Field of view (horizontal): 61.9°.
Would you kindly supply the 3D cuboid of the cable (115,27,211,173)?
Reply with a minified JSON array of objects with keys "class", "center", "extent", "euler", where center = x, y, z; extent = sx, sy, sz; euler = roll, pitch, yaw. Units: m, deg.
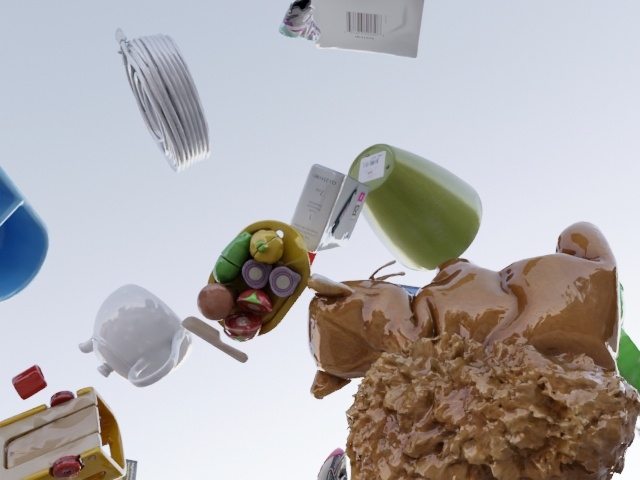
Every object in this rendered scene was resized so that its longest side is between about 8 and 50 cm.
[{"class":"cable","center":[-0.294,-0.263,1.030],"extent":[0.089,0.257,0.257],"euler":[-24,-44,-19]}]

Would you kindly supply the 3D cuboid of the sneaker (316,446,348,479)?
[{"class":"sneaker","center":[0.061,0.730,1.498],"extent":[0.112,0.298,0.121],"euler":[0,5,31]}]

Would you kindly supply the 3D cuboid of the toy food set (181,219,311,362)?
[{"class":"toy food set","center":[-0.106,0.071,0.735],"extent":[0.217,0.128,0.071],"euler":[-55,-10,8]}]

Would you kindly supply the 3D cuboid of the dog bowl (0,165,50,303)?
[{"class":"dog bowl","center":[-0.452,-0.019,0.683],"extent":[0.074,0.165,0.297],"euler":[24,-28,12]}]

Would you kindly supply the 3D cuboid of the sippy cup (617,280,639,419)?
[{"class":"sippy cup","center":[0.418,0.184,0.920],"extent":[0.240,0.305,0.224],"euler":[-22,-61,24]}]

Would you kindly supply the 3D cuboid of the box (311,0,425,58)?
[{"class":"box","center":[0.119,-0.564,1.069],"extent":[0.215,0.344,0.168],"euler":[10,-20,8]}]

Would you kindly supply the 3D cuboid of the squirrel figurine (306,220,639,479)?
[{"class":"squirrel figurine","center":[0.147,0.144,0.651],"extent":[0.371,0.397,0.280],"euler":[7,-66,13]}]

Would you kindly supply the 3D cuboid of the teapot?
[{"class":"teapot","center":[-0.427,0.237,1.222],"extent":[0.253,0.187,0.256],"euler":[37,-31,6]}]

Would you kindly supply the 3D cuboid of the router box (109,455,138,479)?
[{"class":"router box","center":[-0.422,0.503,1.009],"extent":[0.046,0.178,0.133],"euler":[-29,-42,28]}]

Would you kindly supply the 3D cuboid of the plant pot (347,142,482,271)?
[{"class":"plant pot","center":[0.205,-0.105,1.319],"extent":[0.275,0.274,0.294],"euler":[-41,-48,18]}]

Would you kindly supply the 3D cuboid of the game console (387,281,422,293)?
[{"class":"game console","center":[0.377,0.207,1.771],"extent":[0.294,0.173,0.250],"euler":[9,-21,-24]}]

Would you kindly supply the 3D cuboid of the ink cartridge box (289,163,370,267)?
[{"class":"ink cartridge box","center":[0.000,0.000,0.922],"extent":[0.060,0.275,0.238],"euler":[22,-84,11]}]

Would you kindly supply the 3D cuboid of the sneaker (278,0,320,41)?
[{"class":"sneaker","center":[-0.020,-0.352,0.837],"extent":[0.098,0.038,0.069],"euler":[-31,-29,-56]}]

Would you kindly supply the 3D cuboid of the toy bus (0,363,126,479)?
[{"class":"toy bus","center":[-0.326,0.257,0.605],"extent":[0.202,0.190,0.104],"euler":[12,-42,21]}]
